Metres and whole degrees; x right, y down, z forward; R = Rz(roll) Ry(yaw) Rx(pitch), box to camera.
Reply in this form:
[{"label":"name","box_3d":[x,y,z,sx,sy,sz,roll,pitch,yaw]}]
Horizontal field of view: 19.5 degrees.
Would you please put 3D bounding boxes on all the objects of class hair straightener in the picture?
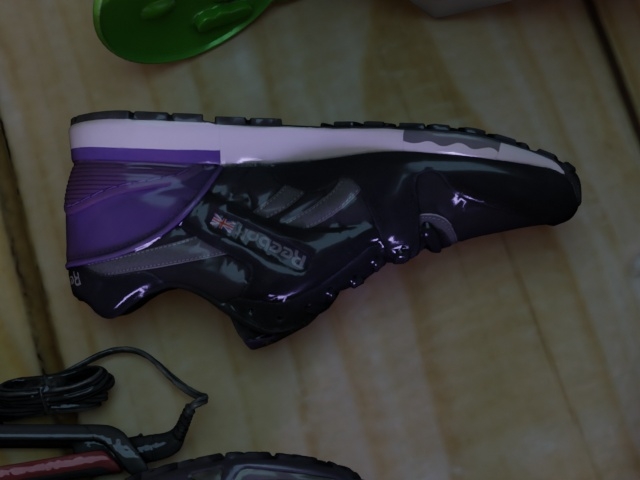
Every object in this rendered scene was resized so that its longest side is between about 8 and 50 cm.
[{"label":"hair straightener","box_3d":[-0.175,0.094,1.015,0.230,0.047,0.089,-10,70,3]}]

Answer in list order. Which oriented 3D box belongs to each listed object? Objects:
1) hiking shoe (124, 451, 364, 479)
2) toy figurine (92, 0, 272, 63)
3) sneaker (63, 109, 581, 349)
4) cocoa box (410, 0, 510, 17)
[{"label":"hiking shoe","box_3d":[-0.080,0.177,0.974,0.226,0.086,0.114,-13,79,8]},{"label":"toy figurine","box_3d":[-0.088,-0.210,1.096,0.173,0.130,0.159,-18,59,-26]},{"label":"sneaker","box_3d":[0.000,0.000,1.028,0.283,0.107,0.124,2,86,8]},{"label":"cocoa box","box_3d":[0.142,-0.288,0.956,0.347,0.228,0.231,-8,64,41]}]
